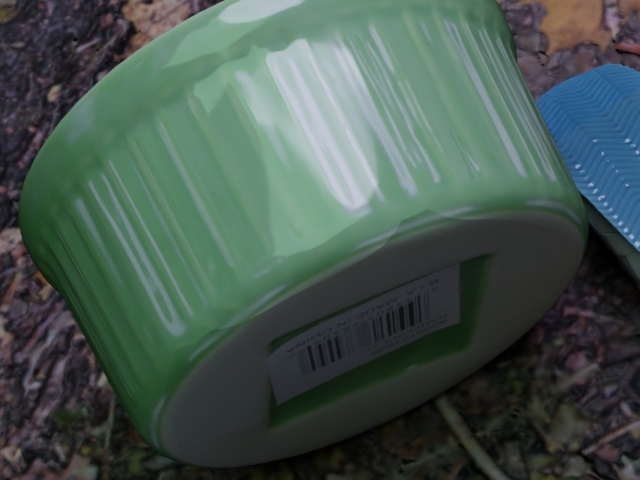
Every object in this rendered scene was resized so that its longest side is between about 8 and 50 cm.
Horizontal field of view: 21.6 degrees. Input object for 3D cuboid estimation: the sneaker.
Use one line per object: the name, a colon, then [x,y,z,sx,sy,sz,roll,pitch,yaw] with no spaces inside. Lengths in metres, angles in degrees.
sneaker: [0.192,-0.024,1.012,0.087,0.092,0.229,-28,39,3]

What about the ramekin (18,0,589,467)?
ramekin: [0.000,0.000,0.935,0.303,0.303,0.148,-27,66,1]
